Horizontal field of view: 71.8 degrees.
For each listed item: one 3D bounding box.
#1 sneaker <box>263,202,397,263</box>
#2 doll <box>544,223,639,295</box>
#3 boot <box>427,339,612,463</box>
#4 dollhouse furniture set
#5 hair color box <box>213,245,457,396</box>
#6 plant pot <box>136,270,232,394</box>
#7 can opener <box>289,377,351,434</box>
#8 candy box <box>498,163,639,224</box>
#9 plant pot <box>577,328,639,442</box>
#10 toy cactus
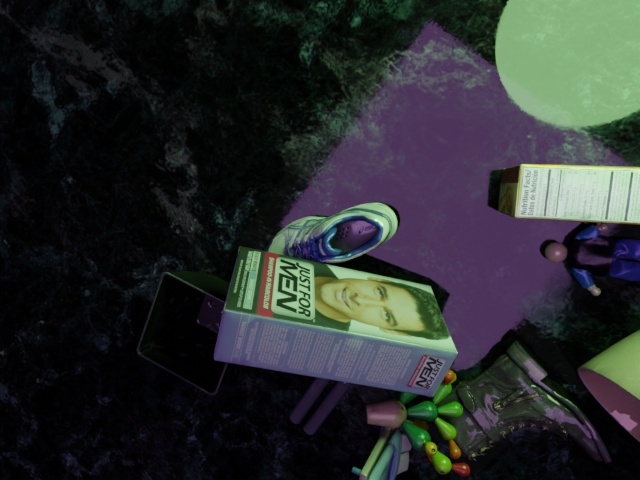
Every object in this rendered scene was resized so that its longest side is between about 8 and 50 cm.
[{"bbox_3d":[0.000,0.000,0.862,0.296,0.131,0.112,-23,93,18],"label":"sneaker"},{"bbox_3d":[0.498,0.034,0.779,0.188,0.046,0.129,9,98,13],"label":"doll"},{"bbox_3d":[0.362,0.342,0.831,0.229,0.091,0.263,-46,67,16],"label":"boot"},{"bbox_3d":[0.146,0.514,0.793,0.198,0.286,0.304,13,106,24],"label":"dollhouse furniture set"},{"bbox_3d":[0.023,0.137,0.771,0.374,0.185,0.114,13,119,-9],"label":"hair color box"},{"bbox_3d":[-0.231,0.169,0.925,0.188,0.167,0.188,25,103,11],"label":"plant pot"},{"bbox_3d":[0.026,0.292,0.911,0.076,0.095,0.283,35,104,9],"label":"can opener"},{"bbox_3d":[0.464,-0.072,0.703,0.316,0.183,0.088,4,97,14],"label":"candy box"},{"bbox_3d":[0.612,0.206,0.690,0.274,0.256,0.256,-43,85,-1],"label":"plant pot"},{"bbox_3d":[0.175,0.316,0.813,0.180,0.219,0.112,-2,140,0],"label":"toy cactus"}]
